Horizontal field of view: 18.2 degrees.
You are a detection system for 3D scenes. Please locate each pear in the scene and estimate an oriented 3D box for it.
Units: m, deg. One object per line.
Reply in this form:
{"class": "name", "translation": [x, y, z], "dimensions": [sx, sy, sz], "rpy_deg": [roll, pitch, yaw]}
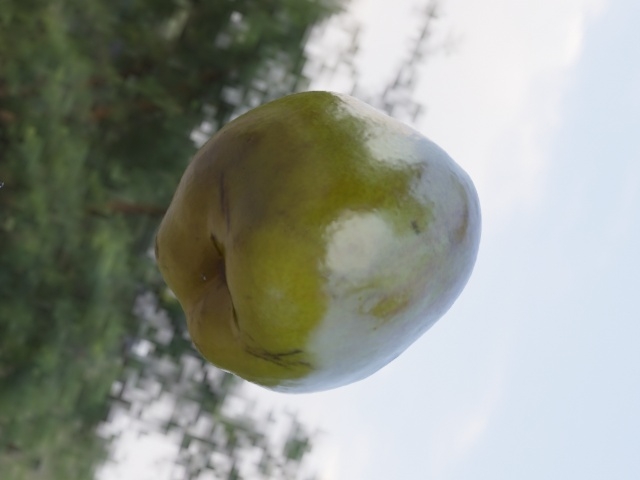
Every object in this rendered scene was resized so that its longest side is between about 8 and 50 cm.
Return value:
{"class": "pear", "translation": [0.000, 0.000, 1.264], "dimensions": [0.200, 0.200, 0.200], "rpy_deg": [-54, -156, 38]}

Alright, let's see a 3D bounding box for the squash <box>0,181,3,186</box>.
{"class": "squash", "translation": [-0.306, -0.013, 1.599], "dimensions": [0.052, 0.052, 0.183], "rpy_deg": [-57, -179, 32]}
